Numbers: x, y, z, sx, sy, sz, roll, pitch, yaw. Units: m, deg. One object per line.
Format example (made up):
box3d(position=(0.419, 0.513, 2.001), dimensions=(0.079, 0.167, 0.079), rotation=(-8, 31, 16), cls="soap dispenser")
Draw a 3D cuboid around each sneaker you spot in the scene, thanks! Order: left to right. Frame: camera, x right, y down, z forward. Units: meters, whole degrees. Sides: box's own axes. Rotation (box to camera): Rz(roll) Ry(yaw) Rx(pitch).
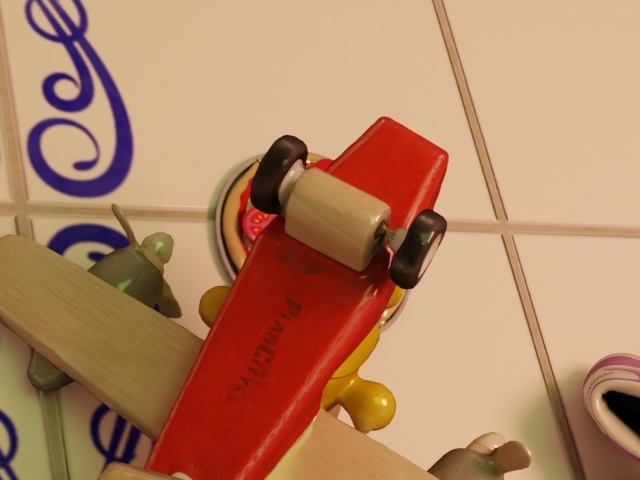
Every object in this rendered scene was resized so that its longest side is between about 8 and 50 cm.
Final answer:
box3d(position=(0.361, 0.201, 1.372), dimensions=(0.282, 0.102, 0.161), rotation=(25, 5, 8), cls="sneaker")

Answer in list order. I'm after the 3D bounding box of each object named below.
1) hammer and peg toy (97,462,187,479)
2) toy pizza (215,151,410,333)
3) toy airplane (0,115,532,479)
box3d(position=(-0.074, 0.342, 0.975), dimensions=(0.266, 0.127, 0.361), rotation=(17, 92, -7), cls="hammer and peg toy")
box3d(position=(0.000, 0.000, 1.394), dimensions=(0.201, 0.032, 0.201), rotation=(15, 55, -22), cls="toy pizza")
box3d(position=(-0.045, 0.132, 1.172), dimensions=(0.384, 0.272, 0.386), rotation=(-16, 77, 4), cls="toy airplane")
